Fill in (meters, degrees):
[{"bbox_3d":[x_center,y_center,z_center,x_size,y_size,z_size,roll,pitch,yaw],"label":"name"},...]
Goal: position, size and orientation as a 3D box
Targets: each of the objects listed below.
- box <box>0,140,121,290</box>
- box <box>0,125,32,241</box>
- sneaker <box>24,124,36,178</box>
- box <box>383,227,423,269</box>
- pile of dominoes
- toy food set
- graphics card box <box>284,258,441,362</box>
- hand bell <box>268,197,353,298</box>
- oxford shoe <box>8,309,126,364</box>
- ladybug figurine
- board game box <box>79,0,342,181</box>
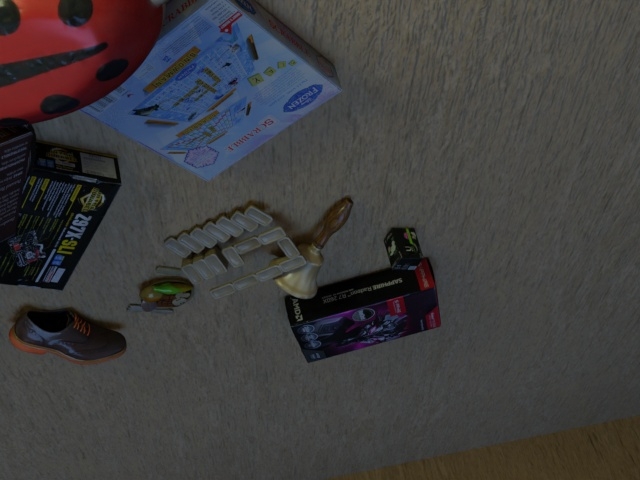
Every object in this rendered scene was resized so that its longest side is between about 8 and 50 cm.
[{"bbox_3d":[-0.544,-0.043,1.661,0.257,0.079,0.322,8,136,-34],"label":"box"},{"bbox_3d":[-0.574,-0.097,1.402,0.167,0.169,0.203,-42,157,-55],"label":"box"},{"bbox_3d":[-0.506,-0.177,1.474,0.077,0.072,0.178,3,107,-4],"label":"sneaker"},{"bbox_3d":[0.189,0.020,2.073,0.062,0.083,0.052,0,147,-23],"label":"box"},{"bbox_3d":[-0.182,0.017,1.945,0.251,0.040,0.196,-22,126,16],"label":"pile of dominoes"},{"bbox_3d":[-0.352,0.130,2.074,0.133,0.038,0.192,8,142,-32],"label":"toy food set"},{"bbox_3d":[0.113,0.180,2.289,0.371,0.094,0.232,-14,149,2],"label":"graphics card box"},{"bbox_3d":[0.000,0.000,1.981,0.126,0.126,0.242,13,126,-36],"label":"hand bell"},{"bbox_3d":[-0.560,0.215,2.077,0.272,0.096,0.098,11,135,-34],"label":"oxford shoe"},{"bbox_3d":[-0.421,-0.278,1.244,0.450,0.161,0.305,-15,138,12],"label":"ladybug figurine"},{"bbox_3d":[-0.183,-0.256,1.510,0.319,0.065,0.318,-30,145,24],"label":"board game box"}]
